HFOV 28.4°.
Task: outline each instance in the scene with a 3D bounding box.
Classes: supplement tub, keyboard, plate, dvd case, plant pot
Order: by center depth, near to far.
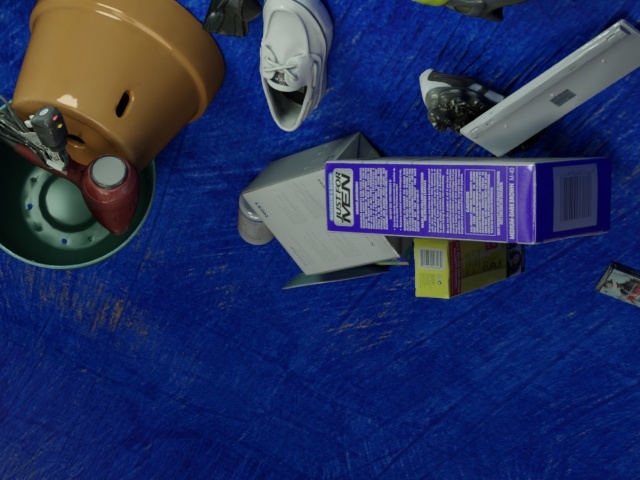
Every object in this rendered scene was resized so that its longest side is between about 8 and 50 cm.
[{"bbox_3d":[0.281,-0.175,1.500,0.072,0.014,0.256,23,139,-34],"label":"keyboard"},{"bbox_3d":[-0.307,-0.217,1.809,0.291,0.203,0.291,19,154,9],"label":"plant pot"},{"bbox_3d":[0.482,0.075,1.908,0.119,0.013,0.087,22,155,6],"label":"dvd case"},{"bbox_3d":[-0.416,-0.084,2.088,0.293,0.293,0.235,25,170,-3],"label":"plant pot"},{"bbox_3d":[-0.103,-0.045,2.117,0.071,0.071,0.107,22,156,5],"label":"supplement tub"},{"bbox_3d":[0.025,0.058,2.158,0.188,0.024,0.188,-9,178,0],"label":"plate"}]

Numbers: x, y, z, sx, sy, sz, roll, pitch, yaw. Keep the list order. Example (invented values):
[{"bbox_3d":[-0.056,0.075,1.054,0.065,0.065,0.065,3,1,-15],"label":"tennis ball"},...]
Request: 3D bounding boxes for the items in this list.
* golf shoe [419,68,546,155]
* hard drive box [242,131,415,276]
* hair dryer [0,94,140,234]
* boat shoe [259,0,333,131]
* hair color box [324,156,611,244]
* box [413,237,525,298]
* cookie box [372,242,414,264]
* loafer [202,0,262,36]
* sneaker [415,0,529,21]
[{"bbox_3d":[0.208,-0.172,1.617,0.198,0.094,0.077,18,124,-39],"label":"golf shoe"},{"bbox_3d":[0.018,-0.050,1.932,0.232,0.089,0.181,-13,121,51],"label":"hard drive box"},{"bbox_3d":[-0.341,-0.109,1.759,0.224,0.080,0.293,20,154,46],"label":"hair dryer"},{"bbox_3d":[-0.036,-0.235,1.674,0.095,0.084,0.258,17,154,16],"label":"boat shoe"},{"bbox_3d":[0.190,-0.058,1.678,0.339,0.110,0.185,6,-171,42],"label":"hair color box"},{"bbox_3d":[0.215,0.022,1.801,0.058,0.087,0.232,3,-171,36],"label":"box"},{"bbox_3d":[0.089,-0.005,2.062,0.092,0.040,0.107,-3,144,45],"label":"cookie box"},{"bbox_3d":[-0.103,-0.311,1.628,0.061,0.062,0.170,18,165,-12],"label":"loafer"},{"bbox_3d":[0.204,-0.318,1.312,0.121,0.111,0.300,20,162,-16],"label":"sneaker"}]
